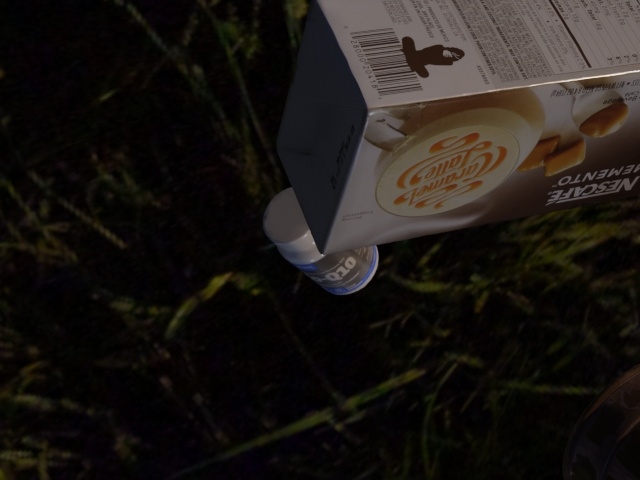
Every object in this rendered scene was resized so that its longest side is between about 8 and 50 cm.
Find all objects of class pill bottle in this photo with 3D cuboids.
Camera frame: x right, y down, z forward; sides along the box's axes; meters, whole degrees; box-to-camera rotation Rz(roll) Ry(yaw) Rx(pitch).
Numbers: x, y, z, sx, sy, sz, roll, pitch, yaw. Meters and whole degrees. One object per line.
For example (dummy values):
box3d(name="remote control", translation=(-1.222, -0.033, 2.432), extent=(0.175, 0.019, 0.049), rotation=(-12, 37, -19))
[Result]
box3d(name="pill bottle", translation=(0.000, 0.000, 1.231), extent=(0.078, 0.137, 0.078), rotation=(-13, 61, 25))

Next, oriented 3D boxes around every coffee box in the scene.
box3d(name="coffee box", translation=(0.110, -0.087, 0.742), extent=(0.141, 0.246, 0.098), rotation=(110, 145, -52))

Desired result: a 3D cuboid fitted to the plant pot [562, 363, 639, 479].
box3d(name="plant pot", translation=(0.324, 0.211, 0.992), extent=(0.165, 0.167, 0.167), rotation=(46, 126, 52))
